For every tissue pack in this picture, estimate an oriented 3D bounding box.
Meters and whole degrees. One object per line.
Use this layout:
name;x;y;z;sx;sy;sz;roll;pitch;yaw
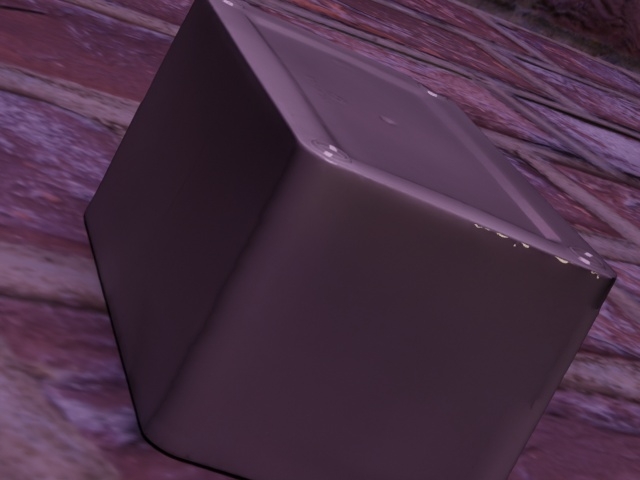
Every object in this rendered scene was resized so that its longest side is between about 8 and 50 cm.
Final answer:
tissue pack;0.001;0.000;0.735;0.159;0.136;0.246;21;17;-22
